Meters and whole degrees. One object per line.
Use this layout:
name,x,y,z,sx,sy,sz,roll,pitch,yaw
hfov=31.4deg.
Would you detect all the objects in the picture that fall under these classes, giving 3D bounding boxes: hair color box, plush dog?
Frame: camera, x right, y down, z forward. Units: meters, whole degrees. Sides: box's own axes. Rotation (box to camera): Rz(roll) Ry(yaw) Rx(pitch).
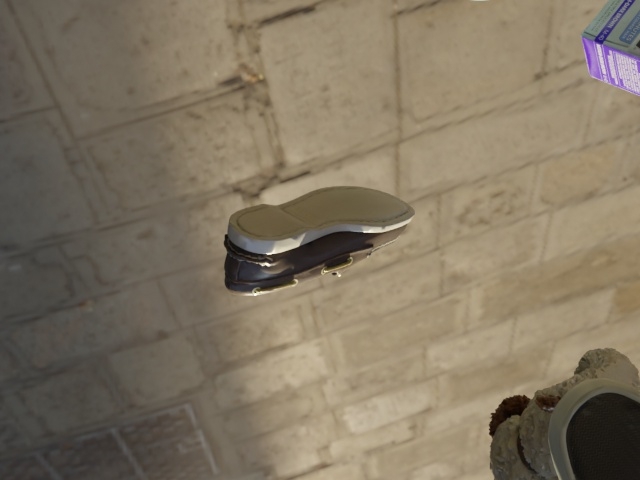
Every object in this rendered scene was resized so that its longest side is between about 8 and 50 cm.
hair color box,0.561,-0.269,1.597,0.185,0.338,0.110,-51,146,-13
plush dog,0.318,0.286,1.542,0.210,0.262,0.225,13,137,-30

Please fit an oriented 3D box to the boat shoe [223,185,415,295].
boat shoe,0.000,0.000,1.542,0.324,0.116,0.097,-14,127,-45

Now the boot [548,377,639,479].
boot,0.224,0.193,0.737,0.088,0.244,0.176,-37,176,-1
